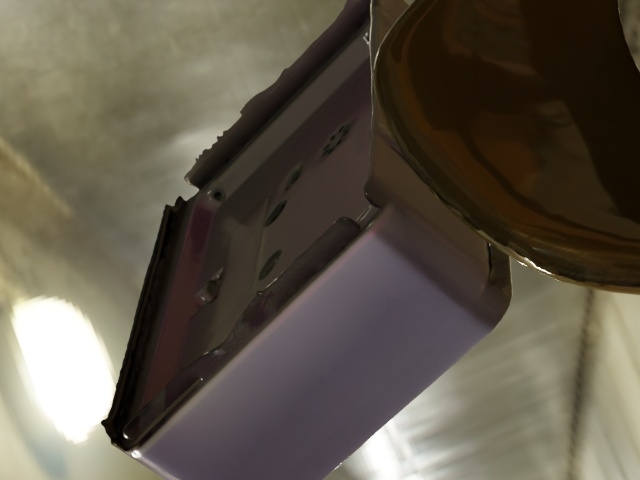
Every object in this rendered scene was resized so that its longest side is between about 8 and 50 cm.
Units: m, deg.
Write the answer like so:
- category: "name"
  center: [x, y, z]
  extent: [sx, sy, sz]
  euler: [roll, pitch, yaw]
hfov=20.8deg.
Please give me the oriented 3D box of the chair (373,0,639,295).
- category: "chair"
  center: [0.154, -0.058, 0.423]
  extent: [0.247, 0.159, 0.172]
  euler: [11, 127, -44]

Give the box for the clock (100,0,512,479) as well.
- category: "clock"
  center: [0.000, -0.001, 0.665]
  extent: [0.144, 0.073, 0.193]
  euler: [-43, -161, 24]
